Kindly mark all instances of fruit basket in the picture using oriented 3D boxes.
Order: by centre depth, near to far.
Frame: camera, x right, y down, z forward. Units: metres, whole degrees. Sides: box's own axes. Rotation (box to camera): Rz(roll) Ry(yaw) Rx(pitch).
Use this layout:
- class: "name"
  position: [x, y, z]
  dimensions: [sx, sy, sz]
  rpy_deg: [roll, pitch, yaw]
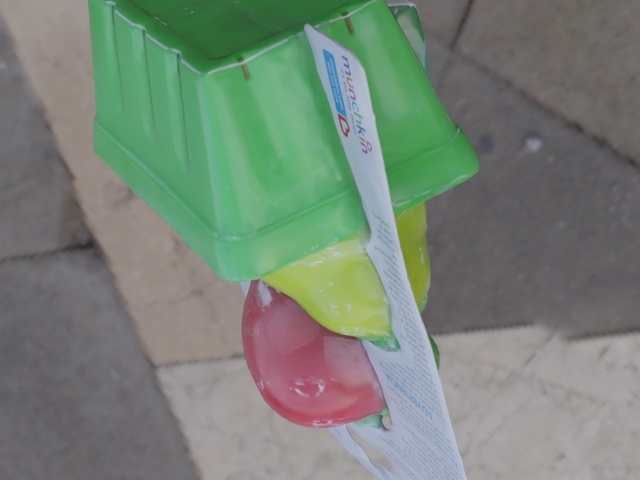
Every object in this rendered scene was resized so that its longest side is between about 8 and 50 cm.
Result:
- class: "fruit basket"
  position: [0.000, 0.000, 0.975]
  dimensions: [0.327, 0.165, 0.353]
  rpy_deg: [39, 157, 57]
